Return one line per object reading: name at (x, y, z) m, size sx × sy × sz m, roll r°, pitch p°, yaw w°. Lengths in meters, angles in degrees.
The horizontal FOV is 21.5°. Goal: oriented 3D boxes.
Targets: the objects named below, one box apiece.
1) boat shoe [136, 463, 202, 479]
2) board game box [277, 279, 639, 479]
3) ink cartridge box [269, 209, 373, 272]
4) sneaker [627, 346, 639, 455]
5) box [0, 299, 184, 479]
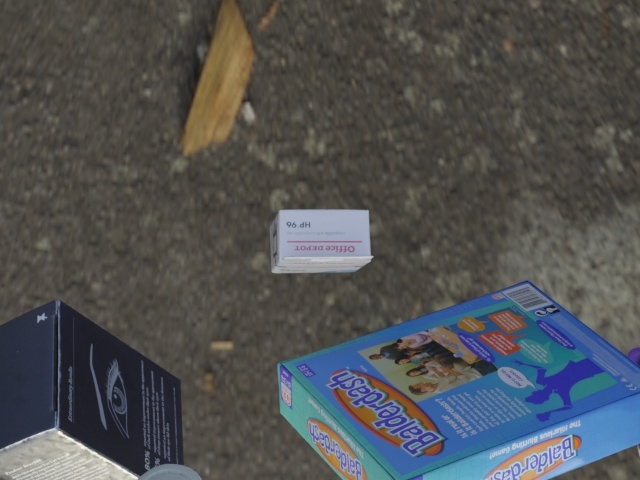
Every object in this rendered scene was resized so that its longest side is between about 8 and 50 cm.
boat shoe at (-0.170, 0.359, 1.568) m, size 0.114 × 0.302 × 0.091 m, roll 13°, pitch 160°, yaw 28°
board game box at (0.100, 0.108, 1.142) m, size 0.210 × 0.160 × 0.047 m, roll -16°, pitch 123°, yaw -24°
ink cartridge box at (0.000, 0.000, 0.889) m, size 0.048 × 0.083 × 0.028 m, roll -1°, pitch 84°, yaw -6°
sneaker at (0.256, 0.132, 1.169) m, size 0.095 × 0.236 × 0.104 m, roll -21°, pitch 103°, yaw 6°
box at (-0.239, 0.180, 1.698) m, size 0.108 × 0.153 × 0.207 m, roll -25°, pitch 138°, yaw 24°
